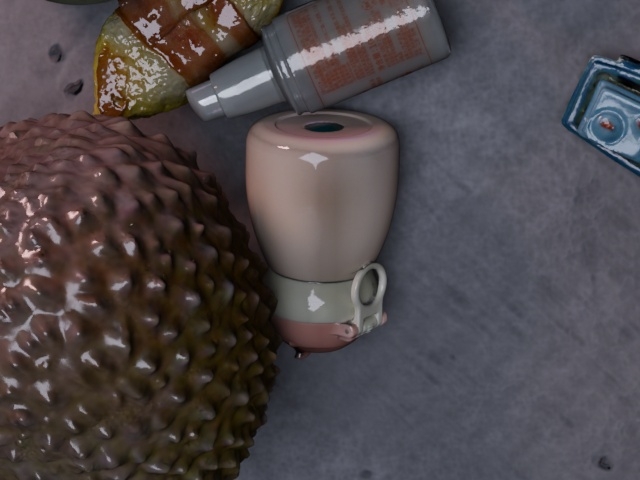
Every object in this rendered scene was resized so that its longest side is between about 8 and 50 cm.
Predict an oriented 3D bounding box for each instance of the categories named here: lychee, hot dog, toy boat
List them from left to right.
[{"bbox_3d":[-0.220,0.070,1.813,0.380,0.380,0.432,-42,115,16],"label":"lychee"},{"bbox_3d":[-0.127,-0.214,1.925,0.261,0.093,0.123,-38,97,0],"label":"hot dog"},{"bbox_3d":[0.344,-0.089,1.837,0.238,0.098,0.109,26,108,7],"label":"toy boat"}]

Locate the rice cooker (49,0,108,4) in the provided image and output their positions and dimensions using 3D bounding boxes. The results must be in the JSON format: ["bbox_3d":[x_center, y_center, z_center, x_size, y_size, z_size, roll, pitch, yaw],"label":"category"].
[{"bbox_3d":[-0.255,-0.371,1.830,0.288,0.277,0.288,-3,80,17],"label":"rice cooker"}]

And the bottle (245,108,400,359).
[{"bbox_3d":[0.000,0.000,1.915,0.148,0.147,0.236,6,110,12],"label":"bottle"}]

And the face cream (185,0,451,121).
[{"bbox_3d":[-0.008,-0.174,1.876,0.252,0.101,0.101,-23,94,3],"label":"face cream"}]
